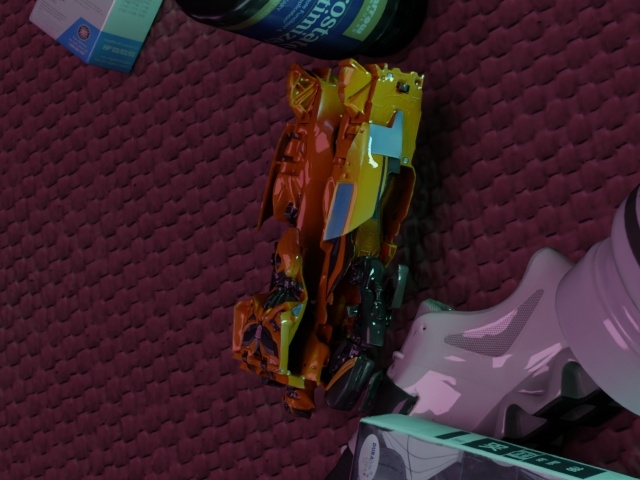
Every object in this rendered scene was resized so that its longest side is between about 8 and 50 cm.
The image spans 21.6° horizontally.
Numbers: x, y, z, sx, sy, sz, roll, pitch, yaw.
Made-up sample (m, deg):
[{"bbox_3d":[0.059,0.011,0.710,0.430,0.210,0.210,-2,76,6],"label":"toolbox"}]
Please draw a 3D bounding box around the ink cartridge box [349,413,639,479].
[{"bbox_3d":[0.166,0.235,1.135,0.332,0.065,0.165,11,95,29],"label":"ink cartridge box"}]

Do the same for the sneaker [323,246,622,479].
[{"bbox_3d":[0.092,0.130,1.301,0.330,0.122,0.146,-37,61,19],"label":"sneaker"}]

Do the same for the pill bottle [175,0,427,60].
[{"bbox_3d":[-0.012,-0.214,1.357,0.123,0.219,0.123,-6,81,38],"label":"pill bottle"}]

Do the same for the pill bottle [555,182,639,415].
[{"bbox_3d":[0.298,-0.007,1.109,0.283,0.161,0.161,-47,58,35],"label":"pill bottle"}]

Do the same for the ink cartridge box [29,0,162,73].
[{"bbox_3d":[-0.197,-0.266,1.611,0.104,0.061,0.181,37,107,35],"label":"ink cartridge box"}]

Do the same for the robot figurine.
[{"bbox_3d":[0.000,0.000,1.375,0.211,0.085,0.291,7,84,65],"label":"robot figurine"}]
